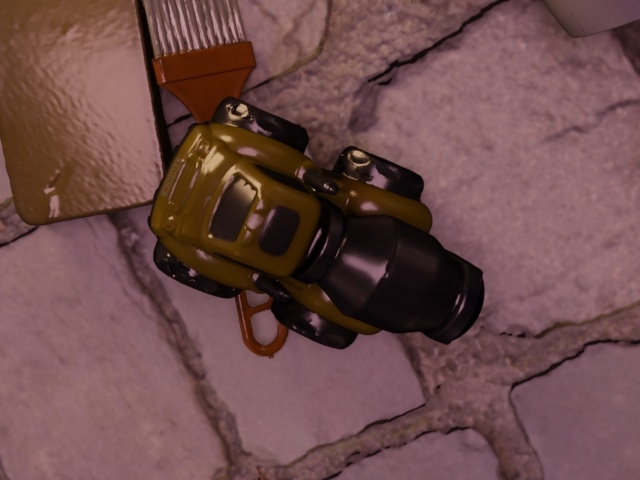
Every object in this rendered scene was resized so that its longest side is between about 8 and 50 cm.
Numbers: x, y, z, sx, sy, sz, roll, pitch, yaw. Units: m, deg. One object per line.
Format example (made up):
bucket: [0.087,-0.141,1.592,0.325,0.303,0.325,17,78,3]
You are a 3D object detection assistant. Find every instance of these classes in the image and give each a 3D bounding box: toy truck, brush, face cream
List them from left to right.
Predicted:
brush: [-0.187,-0.116,0.914,0.123,0.059,0.197,-9,92,5]
brush: [-0.072,-0.058,0.918,0.090,0.017,0.314,-16,98,-32]
toy truck: [0.000,0.000,0.842,0.224,0.165,0.147,23,95,-31]
face cream: [0.212,-0.214,0.869,0.117,0.117,0.104,-23,101,3]
